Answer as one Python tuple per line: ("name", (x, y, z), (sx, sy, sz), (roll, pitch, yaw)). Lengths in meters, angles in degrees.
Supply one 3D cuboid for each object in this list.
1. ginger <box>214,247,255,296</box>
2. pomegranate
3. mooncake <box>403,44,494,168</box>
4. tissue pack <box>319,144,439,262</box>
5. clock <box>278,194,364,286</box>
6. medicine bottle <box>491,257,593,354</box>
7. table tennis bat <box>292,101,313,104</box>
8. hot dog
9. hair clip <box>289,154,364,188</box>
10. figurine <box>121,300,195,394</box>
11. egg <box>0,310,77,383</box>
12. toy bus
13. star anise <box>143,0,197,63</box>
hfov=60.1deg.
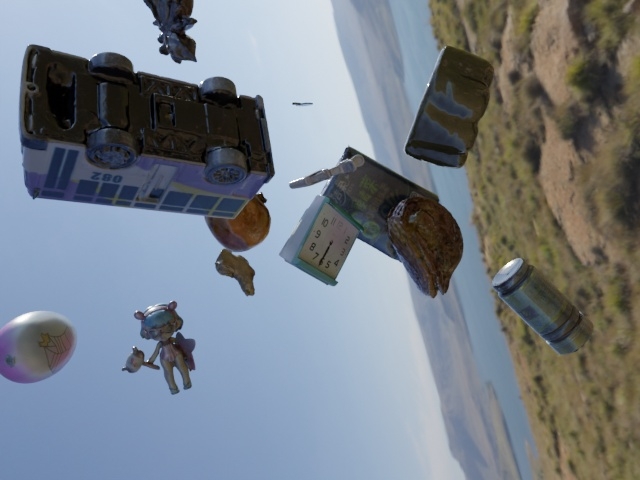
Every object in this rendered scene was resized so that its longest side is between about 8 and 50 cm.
("ginger", (-0.325, 0.121, 2.215), (0.213, 0.074, 0.137), (41, -133, -6))
("pomegranate", (-0.251, -0.074, 1.731), (0.215, 0.215, 0.215), (-16, -90, -81))
("mooncake", (0.413, -0.415, 1.749), (0.378, 0.200, 0.378), (21, -90, -86))
("tissue pack", (0.202, -0.136, 2.060), (0.394, 0.288, 0.124), (28, -170, -4))
("clock", (0.000, 0.000, 1.743), (0.231, 0.116, 0.262), (-63, -33, -5))
("medicine bottle", (0.731, 0.215, 1.834), (0.322, 0.151, 0.151), (44, -168, -2))
("table tennis bat", (-0.056, -0.409, 1.662), (0.083, 0.050, 0.007), (-14, -78, -53))
("hot dog", (0.373, 0.030, 1.911), (0.267, 0.174, 0.387), (-54, -54, -28))
("hair clip", (0.008, -0.175, 1.485), (0.034, 0.226, 0.072), (67, -159, -13))
("figurine", (-0.428, 0.293, 1.481), (0.103, 0.205, 0.260), (-121, 17, -72))
("egg", (-0.797, 0.298, 1.568), (0.271, 0.196, 0.196), (11, -117, -77))
("toy bus", (-0.338, -0.186, 1.063), (0.439, 0.249, 0.209), (5, -118, -32))
("star anise", (-0.442, -0.648, 1.645), (0.110, 0.198, 0.258), (-13, -77, -49))
